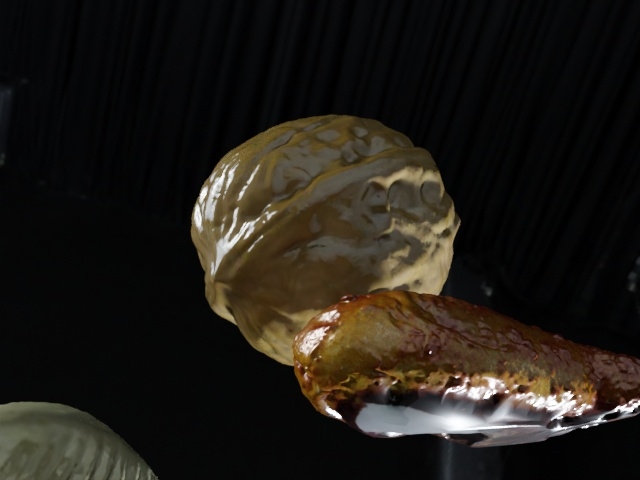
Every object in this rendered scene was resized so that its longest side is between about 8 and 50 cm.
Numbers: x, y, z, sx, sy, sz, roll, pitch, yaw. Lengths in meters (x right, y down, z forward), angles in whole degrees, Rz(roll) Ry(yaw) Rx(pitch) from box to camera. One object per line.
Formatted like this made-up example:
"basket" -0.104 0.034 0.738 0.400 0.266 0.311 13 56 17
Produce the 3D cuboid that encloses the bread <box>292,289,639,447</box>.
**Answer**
"bread" 0.103 0.087 0.691 0.268 0.139 0.095 4 -107 -25

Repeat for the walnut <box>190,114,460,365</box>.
"walnut" 0.000 0.000 0.806 0.213 0.213 0.213 14 -150 -8

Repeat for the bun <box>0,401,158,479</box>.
"bun" -0.319 0.328 1.072 0.234 0.326 0.362 2 156 44
